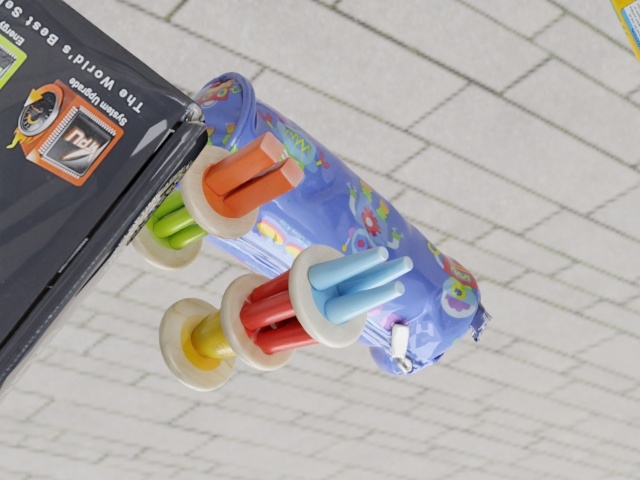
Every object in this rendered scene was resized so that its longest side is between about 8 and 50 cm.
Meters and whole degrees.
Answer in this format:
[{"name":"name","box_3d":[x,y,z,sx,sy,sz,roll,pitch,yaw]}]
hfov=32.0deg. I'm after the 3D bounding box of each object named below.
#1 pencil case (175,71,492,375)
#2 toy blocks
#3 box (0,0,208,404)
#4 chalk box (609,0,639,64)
[{"name":"pencil case","box_3d":[0.000,0.000,0.915,0.119,0.133,0.306,-35,121,31]},{"name":"toy blocks","box_3d":[-0.027,0.002,0.567,0.148,0.123,0.054,-23,170,39]},{"name":"box","box_3d":[-0.294,-0.044,0.450,0.395,0.318,0.097,39,176,-4]},{"name":"chalk box","box_3d":[0.427,-0.223,0.961,0.289,0.180,0.179,-24,179,-28]}]
